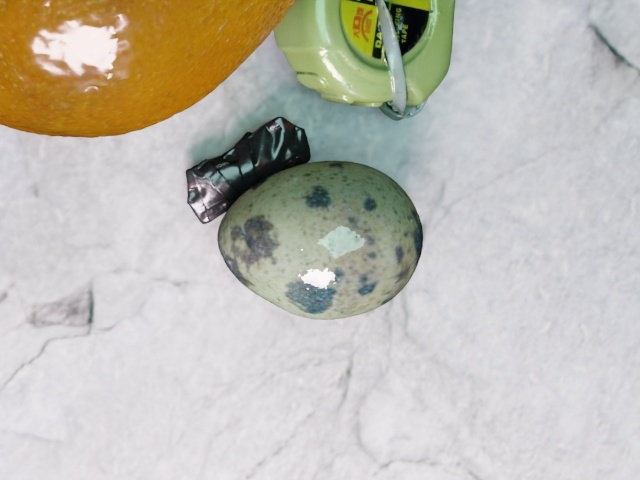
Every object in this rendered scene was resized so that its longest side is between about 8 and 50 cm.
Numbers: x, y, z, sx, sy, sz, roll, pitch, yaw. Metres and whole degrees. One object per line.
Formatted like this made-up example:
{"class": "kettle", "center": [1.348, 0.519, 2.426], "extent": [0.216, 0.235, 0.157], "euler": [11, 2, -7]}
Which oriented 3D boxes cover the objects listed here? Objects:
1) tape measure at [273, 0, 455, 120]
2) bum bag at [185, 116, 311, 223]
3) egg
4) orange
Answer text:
{"class": "tape measure", "center": [0.041, -0.206, 1.717], "extent": [0.175, 0.106, 0.200], "euler": [-1, 99, -31]}
{"class": "bum bag", "center": [-0.066, -0.065, 1.735], "extent": [0.124, 0.034, 0.058], "euler": [-35, 119, -10]}
{"class": "egg", "center": [0.000, 0.000, 1.712], "extent": [0.182, 0.141, 0.141], "euler": [-1, 97, -8]}
{"class": "orange", "center": [-0.168, -0.249, 1.543], "extent": [0.357, 0.322, 0.322], "euler": [-28, 104, -17]}
